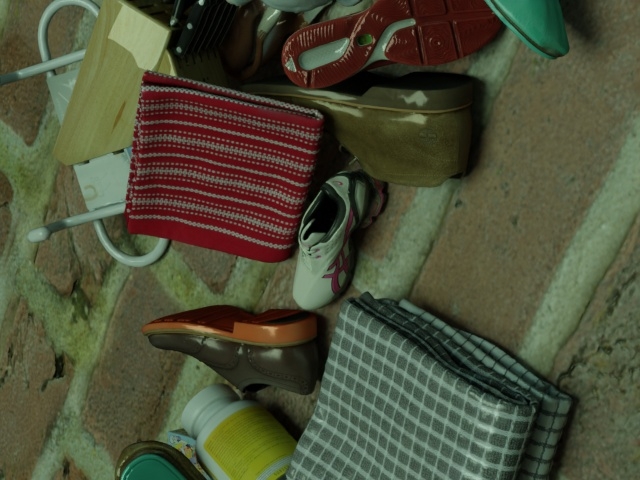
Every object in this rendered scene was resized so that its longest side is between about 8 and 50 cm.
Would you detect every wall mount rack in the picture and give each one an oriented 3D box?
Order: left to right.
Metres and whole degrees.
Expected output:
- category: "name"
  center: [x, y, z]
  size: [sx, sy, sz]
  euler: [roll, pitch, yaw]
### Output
- category: "wall mount rack"
  center: [-0.252, -0.133, 2.035]
  size: [0.304, 0.130, 0.350]
  euler: [-14, 97, 31]

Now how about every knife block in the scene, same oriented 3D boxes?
- category: "knife block"
  center: [-0.200, -0.228, 1.855]
  size: [0.276, 0.088, 0.242]
  euler: [-15, 95, 34]

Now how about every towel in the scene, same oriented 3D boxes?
- category: "towel"
  center: [-0.110, -0.071, 1.830]
  size: [0.275, 0.199, 0.031]
  euler: [106, 176, -56]
- category: "towel"
  center: [0.101, 0.205, 1.739]
  size: [0.284, 0.121, 0.235]
  euler: [30, 116, 40]

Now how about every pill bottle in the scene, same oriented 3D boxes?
- category: "pill bottle"
  center: [-0.080, 0.250, 1.952]
  size: [0.184, 0.103, 0.103]
  euler: [44, 126, 33]

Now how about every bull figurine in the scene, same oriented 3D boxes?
- category: "bull figurine"
  center: [-0.113, -0.337, 1.890]
  size: [0.188, 0.101, 0.310]
  euler: [-33, 80, 41]

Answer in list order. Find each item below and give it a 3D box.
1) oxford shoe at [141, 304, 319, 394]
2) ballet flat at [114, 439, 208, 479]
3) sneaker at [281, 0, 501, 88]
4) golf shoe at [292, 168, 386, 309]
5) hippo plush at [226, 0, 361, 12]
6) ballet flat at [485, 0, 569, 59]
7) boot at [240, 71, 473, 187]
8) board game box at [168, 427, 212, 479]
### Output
- category: "oxford shoe"
  center: [-0.111, 0.132, 1.976]
  size: [0.271, 0.097, 0.098]
  euler: [2, 104, 47]
- category: "ballet flat"
  center: [-0.117, 0.366, 1.977]
  size: [0.116, 0.124, 0.342]
  euler: [-40, 97, 4]
- category: "sneaker"
  center: [0.071, -0.218, 1.717]
  size: [0.221, 0.128, 0.087]
  euler: [-10, 104, 5]
- category: "golf shoe"
  center: [0.000, 0.000, 1.841]
  size: [0.067, 0.086, 0.186]
  euler: [44, 127, 32]
- category: "hippo plush"
  center: [0.003, -0.350, 1.674]
  size: [0.294, 0.234, 0.236]
  euler: [-128, 30, -72]
- category: "ballet flat"
  center: [0.163, -0.276, 1.590]
  size: [0.247, 0.083, 0.087]
  euler: [49, 115, 27]
- category: "boot"
  center: [0.031, -0.121, 1.781]
  size: [0.305, 0.112, 0.115]
  euler: [12, 116, 43]
- category: "board game box"
  center: [-0.144, 0.316, 2.087]
  size: [0.103, 0.026, 0.154]
  euler: [6, 101, 46]
